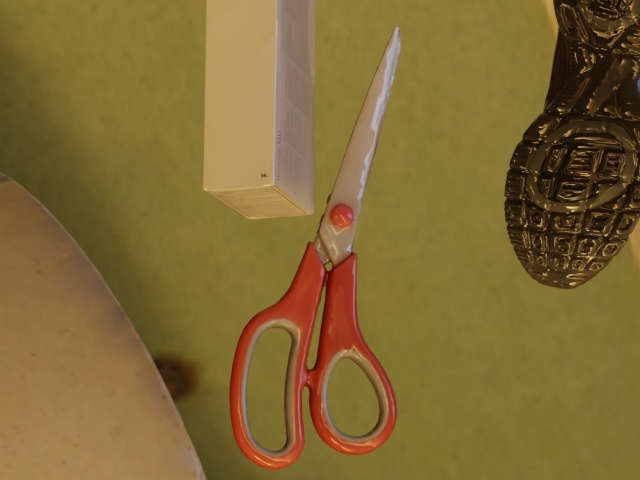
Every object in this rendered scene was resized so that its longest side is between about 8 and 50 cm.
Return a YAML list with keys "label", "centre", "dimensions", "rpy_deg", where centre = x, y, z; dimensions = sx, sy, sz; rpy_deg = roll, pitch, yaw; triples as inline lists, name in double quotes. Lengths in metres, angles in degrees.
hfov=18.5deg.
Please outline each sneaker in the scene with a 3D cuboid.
- label: "sneaker"
  centre: [0.214, -0.103, 1.472]
  dimensions: [0.109, 0.130, 0.286]
  rpy_deg: [15, 95, 14]

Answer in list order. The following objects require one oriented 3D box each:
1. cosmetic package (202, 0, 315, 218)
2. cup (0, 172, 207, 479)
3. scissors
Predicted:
- label: "cosmetic package"
  centre: [-0.045, -0.143, 1.454]
  dimensions: [0.060, 0.239, 0.099]
  rpy_deg: [-3, 167, 15]
- label: "cup"
  centre: [-0.207, 0.157, 0.798]
  dimensions: [0.237, 0.331, 0.331]
  rpy_deg: [-18, 141, -29]
- label: "scissors"
  centre: [0.000, 0.000, 1.268]
  dimensions: [0.109, 0.297, 0.021]
  rpy_deg: [4, 171, -7]
